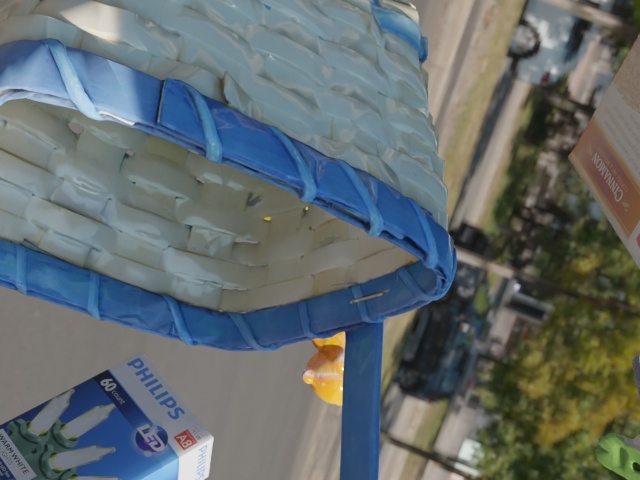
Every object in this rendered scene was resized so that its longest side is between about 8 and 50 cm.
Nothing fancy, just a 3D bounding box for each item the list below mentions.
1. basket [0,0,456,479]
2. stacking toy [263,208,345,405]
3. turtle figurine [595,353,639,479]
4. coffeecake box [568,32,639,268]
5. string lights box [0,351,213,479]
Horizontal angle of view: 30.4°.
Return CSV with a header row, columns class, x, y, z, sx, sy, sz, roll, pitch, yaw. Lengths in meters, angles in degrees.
class,x,y,z,sx,sy,sz,roll,pitch,yaw
basket,-0.067,0.006,0.495,0.201,0.254,0.289,-27,-134,45
stacking toy,0.000,0.000,1.072,0.175,0.165,0.302,-9,93,-34
turtle figurine,0.391,0.197,1.366,0.266,0.275,0.198,-29,167,-34
coffeecake box,0.207,-0.070,0.546,0.142,0.068,0.185,-106,-145,-52
string lights box,-0.249,0.229,1.154,0.259,0.133,0.077,-28,147,-30
